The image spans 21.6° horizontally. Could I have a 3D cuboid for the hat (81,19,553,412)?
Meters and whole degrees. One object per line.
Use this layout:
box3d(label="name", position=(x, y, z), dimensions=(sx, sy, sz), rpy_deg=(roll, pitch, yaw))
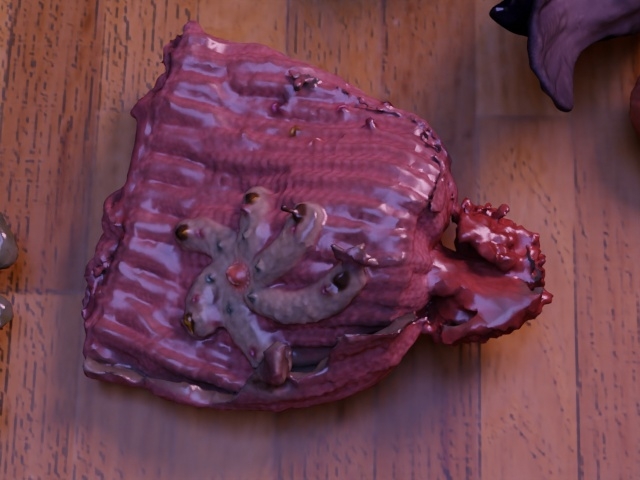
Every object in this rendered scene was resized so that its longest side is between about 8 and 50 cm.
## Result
box3d(label="hat", position=(0.000, 0.000, 1.018), dimensions=(0.286, 0.107, 0.236), rpy_deg=(14, 84, 11))

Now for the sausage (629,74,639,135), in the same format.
box3d(label="sausage", position=(0.288, -0.064, 1.046), dimensions=(0.194, 0.077, 0.077), rpy_deg=(21, 75, 8))

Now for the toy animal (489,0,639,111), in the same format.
box3d(label="toy animal", position=(0.228, -0.185, 1.040), dimensions=(0.298, 0.122, 0.185), rpy_deg=(-30, 46, -16))

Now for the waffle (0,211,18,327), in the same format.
box3d(label="waffle", position=(-0.346, 0.058, 1.039), dimensions=(0.309, 0.056, 0.291), rpy_deg=(13, 74, 5))
